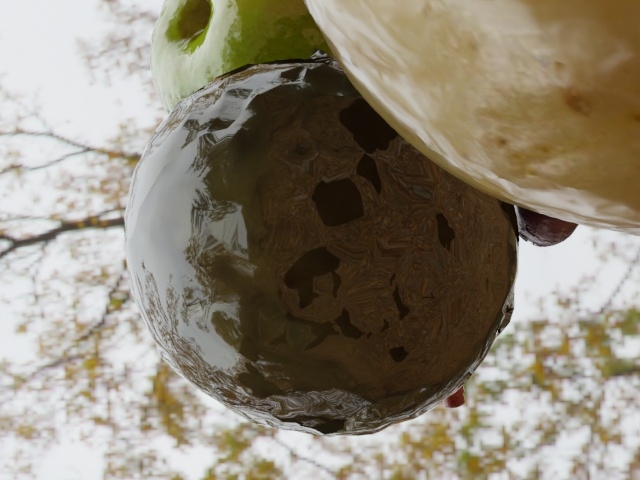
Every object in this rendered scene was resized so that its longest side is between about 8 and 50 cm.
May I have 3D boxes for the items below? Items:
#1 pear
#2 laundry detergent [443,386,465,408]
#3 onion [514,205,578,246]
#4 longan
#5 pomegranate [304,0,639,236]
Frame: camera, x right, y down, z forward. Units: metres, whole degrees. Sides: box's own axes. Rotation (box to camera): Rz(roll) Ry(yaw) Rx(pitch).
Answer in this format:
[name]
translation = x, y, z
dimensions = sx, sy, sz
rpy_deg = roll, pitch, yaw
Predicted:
[pear]
translation = -0.010, -0.242, 1.850
dimensions = 0.391, 0.391, 0.391
rpy_deg = 10, -104, -48
[laundry detergent]
translation = 0.153, 0.138, 1.903
dimensions = 0.049, 0.097, 0.165
rpy_deg = -14, -86, -22
[onion]
translation = 0.238, -0.050, 1.488
dimensions = 0.104, 0.115, 0.115
rpy_deg = -3, -95, -6
[longan]
translation = 0.000, 0.000, 1.423
dimensions = 0.391, 0.391, 0.391
rpy_deg = 10, -104, -48
[pomegranate]
translation = 0.126, -0.179, 0.606
dimensions = 0.410, 0.410, 0.410
rpy_deg = 10, -104, -48
